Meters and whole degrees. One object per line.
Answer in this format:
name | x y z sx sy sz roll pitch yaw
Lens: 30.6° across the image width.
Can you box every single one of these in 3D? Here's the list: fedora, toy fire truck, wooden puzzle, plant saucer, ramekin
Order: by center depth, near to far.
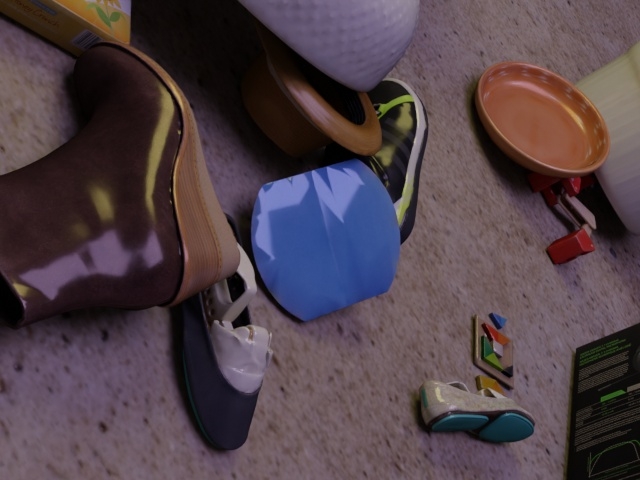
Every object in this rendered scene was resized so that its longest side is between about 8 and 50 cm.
fedora | -0.022 -0.143 1.157 0.194 0.079 0.194 41 24 -22
wooden puzzle | 0.197 0.125 1.315 0.079 0.014 0.116 32 43 -36
plant saucer | 0.292 -0.157 1.565 0.200 0.037 0.200 14 49 -17
toy fire truck | 0.343 -0.052 1.600 0.192 0.047 0.135 -26 88 -57
ramekin | 0.469 -0.140 1.705 0.277 0.135 0.277 51 25 -34

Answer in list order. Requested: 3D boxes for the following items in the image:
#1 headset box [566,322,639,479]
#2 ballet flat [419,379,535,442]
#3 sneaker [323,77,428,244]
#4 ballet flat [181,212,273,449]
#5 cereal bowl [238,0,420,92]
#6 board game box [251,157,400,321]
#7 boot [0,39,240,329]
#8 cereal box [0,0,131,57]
headset box | 0.419 0.265 1.398 0.246 0.131 0.283 46 36 -22
ballet flat | 0.164 0.171 1.205 0.168 0.057 0.052 19 43 -45
sneaker | 0.053 -0.095 1.224 0.097 0.084 0.234 32 43 -33
ballet flat | -0.078 0.066 0.954 0.074 0.074 0.203 15 55 -47
cereal bowl | -0.023 -0.309 1.130 0.339 0.141 0.339 42 15 -14
board game box | 0.000 0.000 1.111 0.169 0.033 0.133 -18 95 -33
boot | -0.186 -0.054 0.885 0.207 0.090 0.248 -10 61 -44
cereal box | -0.240 -0.286 1.013 0.173 0.047 0.240 29 44 -41
